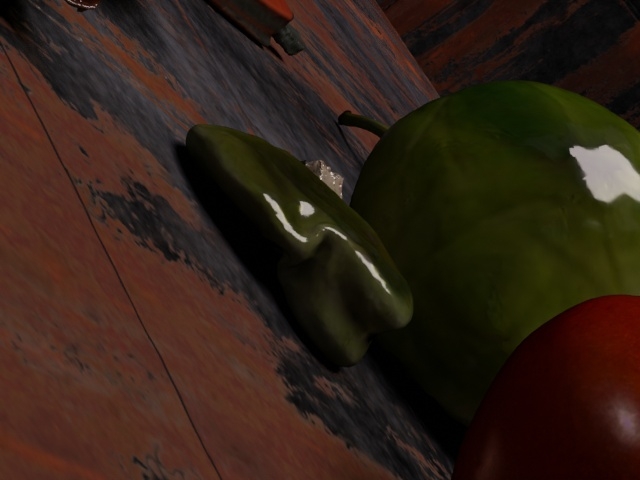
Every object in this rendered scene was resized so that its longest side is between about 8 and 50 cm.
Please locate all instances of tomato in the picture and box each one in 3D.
[{"bbox_3d":[0.209,0.160,1.046,0.298,0.298,0.226,45,40,-43],"label":"tomato"}]

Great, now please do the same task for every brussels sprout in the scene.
[{"bbox_3d":[0.172,0.026,1.456,0.344,0.344,0.268,51,-25,-17],"label":"brussels sprout"}]

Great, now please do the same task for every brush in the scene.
[{"bbox_3d":[-0.083,-0.268,1.845,0.070,0.051,0.323,55,9,23],"label":"brush"}]

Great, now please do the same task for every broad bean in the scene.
[{"bbox_3d":[-0.011,-0.009,1.222,0.207,0.072,0.153,56,13,12],"label":"broad bean"}]

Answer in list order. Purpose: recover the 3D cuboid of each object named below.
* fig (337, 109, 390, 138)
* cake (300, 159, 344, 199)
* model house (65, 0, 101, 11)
[{"bbox_3d":[0.115,-0.089,1.986,0.245,0.149,0.149,41,6,18],"label":"fig"},{"bbox_3d":[0.000,0.000,1.313,0.052,0.065,0.121,32,31,-59],"label":"cake"},{"bbox_3d":[-0.184,-0.264,1.050,0.254,0.160,0.196,49,10,-33],"label":"model house"}]
